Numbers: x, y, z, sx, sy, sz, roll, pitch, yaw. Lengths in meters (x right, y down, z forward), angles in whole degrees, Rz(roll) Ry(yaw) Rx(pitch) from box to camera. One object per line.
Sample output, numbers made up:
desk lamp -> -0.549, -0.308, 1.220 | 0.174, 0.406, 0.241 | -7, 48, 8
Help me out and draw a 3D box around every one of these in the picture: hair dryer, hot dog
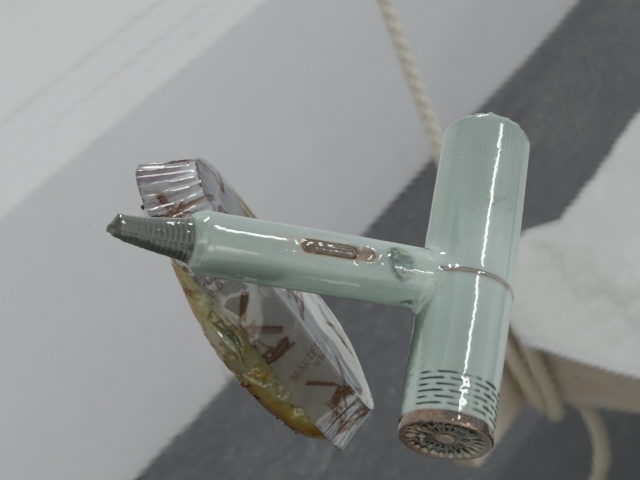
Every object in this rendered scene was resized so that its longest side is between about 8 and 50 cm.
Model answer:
hair dryer -> 0.000, -0.007, 0.625 | 0.044, 0.183, 0.155 | 132, 155, -53
hot dog -> -0.036, 0.031, 0.764 | 0.053, 0.192, 0.099 | -33, 36, 8
